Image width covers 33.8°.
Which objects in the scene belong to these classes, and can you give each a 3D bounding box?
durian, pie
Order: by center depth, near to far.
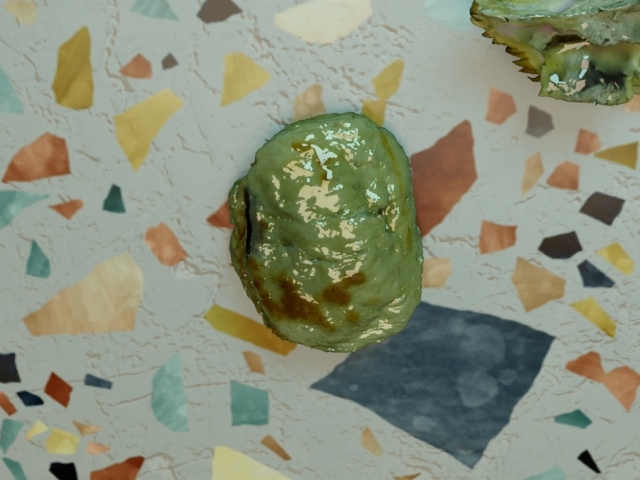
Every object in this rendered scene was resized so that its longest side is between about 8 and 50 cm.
[{"bbox_3d":[0.285,-0.203,0.939,0.306,0.166,0.172,-6,112,6],"label":"durian"},{"bbox_3d":[0.000,0.000,1.066,0.200,0.090,0.248,-8,105,9],"label":"pie"}]
